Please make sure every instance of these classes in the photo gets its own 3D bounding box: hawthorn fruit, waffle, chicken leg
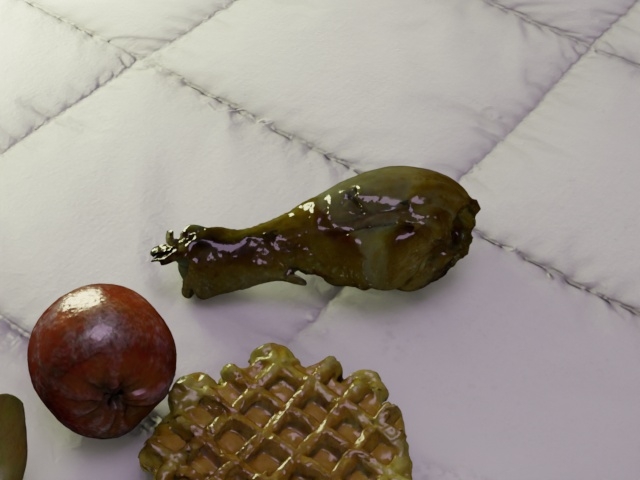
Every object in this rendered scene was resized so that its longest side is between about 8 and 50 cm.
[{"bbox_3d":[-0.245,0.128,1.420,0.173,0.172,0.172,3,44,-3],"label":"hawthorn fruit"},{"bbox_3d":[-0.047,0.247,1.397,0.302,0.068,0.325,-4,44,-11],"label":"waffle"},{"bbox_3d":[0.000,0.000,1.617,0.429,0.152,0.201,-10,34,-6],"label":"chicken leg"}]

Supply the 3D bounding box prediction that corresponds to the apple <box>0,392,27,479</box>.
[{"bbox_3d":[-0.408,0.250,1.273,0.265,0.193,0.120,-19,60,-28],"label":"apple"}]
